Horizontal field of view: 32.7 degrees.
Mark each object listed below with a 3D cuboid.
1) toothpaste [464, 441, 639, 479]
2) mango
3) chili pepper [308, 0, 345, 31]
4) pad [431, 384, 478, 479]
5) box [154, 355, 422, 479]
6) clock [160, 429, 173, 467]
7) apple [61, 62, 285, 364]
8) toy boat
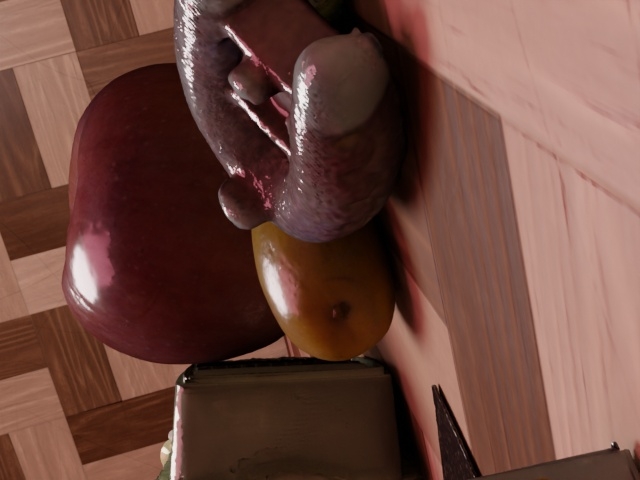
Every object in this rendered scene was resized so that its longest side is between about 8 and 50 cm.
[{"bbox_3d":[0.084,0.197,0.446,0.313,0.089,0.071,79,180,-45],"label":"toothpaste"},{"bbox_3d":[0.000,0.000,0.783,0.195,0.092,0.130,-95,-14,-58],"label":"mango"},{"bbox_3d":[-0.027,-0.157,0.723,0.098,0.061,0.224,62,176,-17],"label":"chili pepper"},{"bbox_3d":[0.122,0.278,0.720,0.220,0.004,0.330,-111,8,-50],"label":"pad"},{"bbox_3d":[-0.034,0.191,0.984,0.290,0.220,0.166,141,125,-85],"label":"box"},{"bbox_3d":[-0.077,0.310,1.513,0.379,0.276,0.120,-130,26,-69],"label":"clock"},{"bbox_3d":[-0.116,-0.025,1.016,0.306,0.235,0.306,-174,90,-74],"label":"apple"},{"bbox_3d":[-0.030,-0.066,0.612,0.155,0.085,0.227,44,167,14],"label":"toy boat"}]
